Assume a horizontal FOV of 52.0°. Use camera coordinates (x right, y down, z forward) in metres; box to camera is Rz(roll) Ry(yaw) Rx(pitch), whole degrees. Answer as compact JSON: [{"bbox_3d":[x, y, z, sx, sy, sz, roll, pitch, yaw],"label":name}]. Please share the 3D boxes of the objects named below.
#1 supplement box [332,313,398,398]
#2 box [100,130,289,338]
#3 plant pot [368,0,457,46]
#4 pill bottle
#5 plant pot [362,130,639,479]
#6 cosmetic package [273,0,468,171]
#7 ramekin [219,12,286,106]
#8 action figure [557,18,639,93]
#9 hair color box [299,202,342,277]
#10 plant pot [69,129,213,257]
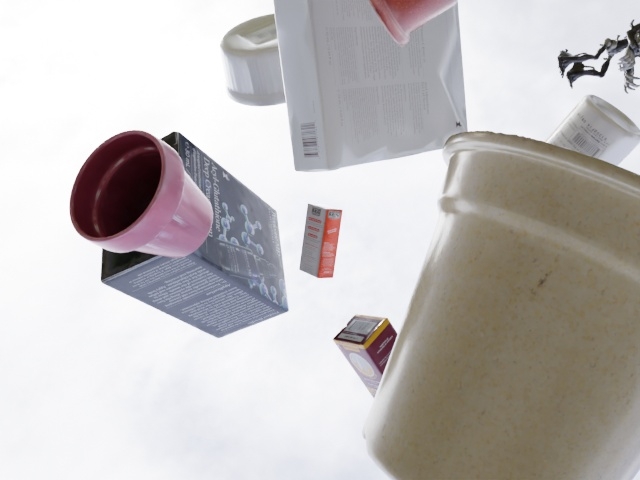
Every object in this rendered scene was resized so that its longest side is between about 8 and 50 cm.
[{"bbox_3d":[0.123,0.244,1.308,0.081,0.188,0.104,-43,-158,-26],"label":"supplement box"},{"bbox_3d":[-0.271,0.005,1.471,0.212,0.395,0.293,-22,-123,20],"label":"box"},{"bbox_3d":[0.138,-0.361,0.593,0.265,0.272,0.272,-22,-125,19],"label":"plant pot"},{"bbox_3d":[0.479,-0.149,1.247,0.131,0.229,0.131,23,-145,-18],"label":"pill bottle"},{"bbox_3d":[0.200,0.110,0.627,0.334,0.334,0.305,28,-91,23],"label":"plant pot"},{"bbox_3d":[0.076,-0.305,0.949,0.284,0.377,0.097,-13,-168,-33],"label":"cosmetic package"},{"bbox_3d":[-0.118,-0.461,1.641,0.277,0.135,0.277,-8,-140,7],"label":"ramekin"},{"bbox_3d":[0.712,-0.428,1.538,0.275,0.164,0.141,-13,-118,32],"label":"action figure"},{"bbox_3d":[0.000,0.000,1.333,0.043,0.141,0.072,0,-167,-36],"label":"hair color box"},{"bbox_3d":[-0.286,-0.058,1.111,0.201,0.180,0.201,-11,-116,24],"label":"plant pot"}]
